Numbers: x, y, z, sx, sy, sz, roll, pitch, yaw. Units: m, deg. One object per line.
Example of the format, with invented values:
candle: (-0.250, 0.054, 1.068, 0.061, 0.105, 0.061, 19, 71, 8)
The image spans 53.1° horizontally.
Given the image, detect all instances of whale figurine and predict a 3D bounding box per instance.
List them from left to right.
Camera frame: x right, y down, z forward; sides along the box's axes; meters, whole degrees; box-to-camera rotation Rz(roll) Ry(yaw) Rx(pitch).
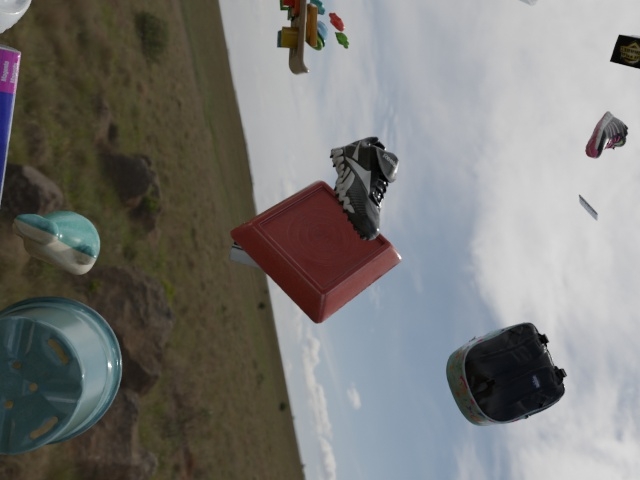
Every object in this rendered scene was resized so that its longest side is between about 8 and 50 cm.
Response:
whale figurine: (-0.628, -0.017, 1.535, 0.272, 0.216, 0.141, 101, 12, -73)

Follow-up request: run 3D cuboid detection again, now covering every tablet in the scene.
tablet: (0.536, -0.065, 1.282, 0.054, 0.006, 0.083, 54, 14, 20)

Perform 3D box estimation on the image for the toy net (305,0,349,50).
toy net: (-0.020, -0.483, 1.311, 0.122, 0.045, 0.232, 37, -11, 38)

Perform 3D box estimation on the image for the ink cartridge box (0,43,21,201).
ink cartridge box: (-0.540, -0.153, 1.035, 0.330, 0.071, 0.324, 33, -68, 57)

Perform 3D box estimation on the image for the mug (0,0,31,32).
mug: (-0.801, -0.503, 1.330, 0.276, 0.328, 0.374, 52, 44, -60)

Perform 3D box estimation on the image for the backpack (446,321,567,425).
backpack: (0.439, 0.338, 1.585, 0.225, 0.253, 0.191, 68, -27, 11)

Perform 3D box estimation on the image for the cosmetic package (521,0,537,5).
cosmetic package: (0.184, -0.449, 0.787, 0.161, 0.230, 0.453, -62, 162, 20)

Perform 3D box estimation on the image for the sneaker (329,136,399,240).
sneaker: (0.078, -0.097, 1.023, 0.078, 0.106, 0.234, 51, 19, -35)

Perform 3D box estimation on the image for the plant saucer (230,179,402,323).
plant saucer: (0.000, 0.000, 1.264, 0.258, 0.259, 0.048, 44, -35, 17)

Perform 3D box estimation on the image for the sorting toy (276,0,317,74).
sorting toy: (-0.053, -0.405, 1.172, 0.347, 0.047, 0.196, -125, -146, -74)

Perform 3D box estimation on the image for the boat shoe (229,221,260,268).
boat shoe: (-0.083, 0.015, 1.471, 0.121, 0.335, 0.119, 10, 89, -54)

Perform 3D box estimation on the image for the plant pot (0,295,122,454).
plant pot: (-0.601, 0.283, 1.326, 0.334, 0.341, 0.341, 156, -76, -76)

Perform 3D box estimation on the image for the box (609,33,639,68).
box: (0.624, -0.291, 1.048, 0.220, 0.175, 0.051, 37, -54, 47)

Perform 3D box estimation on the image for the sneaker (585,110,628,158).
sneaker: (0.660, -0.233, 1.460, 0.170, 0.075, 0.063, -49, 165, -41)
